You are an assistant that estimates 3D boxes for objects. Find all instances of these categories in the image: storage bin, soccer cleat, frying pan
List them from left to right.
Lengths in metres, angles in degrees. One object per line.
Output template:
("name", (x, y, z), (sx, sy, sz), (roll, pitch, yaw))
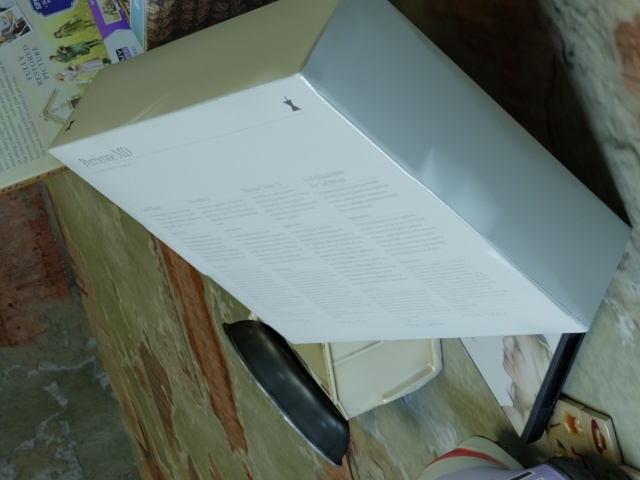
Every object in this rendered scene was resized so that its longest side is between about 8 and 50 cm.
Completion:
("storage bin", (0.000, 0.000, 1.549), (0.262, 0.123, 0.260), (48, 154, 48))
("frying pan", (0.000, 0.191, 1.689), (0.326, 0.053, 0.197), (47, -176, -43))
("soccer cleat", (0.160, 0.243, 1.312), (0.109, 0.116, 0.318), (62, 165, -10))

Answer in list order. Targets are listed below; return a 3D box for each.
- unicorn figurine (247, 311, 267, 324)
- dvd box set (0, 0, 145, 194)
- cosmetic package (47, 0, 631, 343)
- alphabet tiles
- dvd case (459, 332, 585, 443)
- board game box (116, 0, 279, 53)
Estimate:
("unicorn figurine", (-0.080, 0.071, 2.005), (0.162, 0.060, 0.111), (35, 146, 33))
("dvd box set", (-0.363, -0.224, 1.874), (0.308, 0.420, 0.062), (67, 163, 3))
("cosmetic package", (-0.001, -0.040, 1.158), (0.284, 0.097, 0.377), (38, 156, -26))
("alphabet tiles", (0.240, 0.243, 1.302), (0.198, 0.009, 0.237), (21, 130, 68))
("dvd case", (0.154, 0.037, 1.275), (0.253, 0.022, 0.180), (98, 148, -55))
("board game box", (-0.094, -0.333, 1.240), (0.291, 0.232, 0.141), (60, 161, 23))
